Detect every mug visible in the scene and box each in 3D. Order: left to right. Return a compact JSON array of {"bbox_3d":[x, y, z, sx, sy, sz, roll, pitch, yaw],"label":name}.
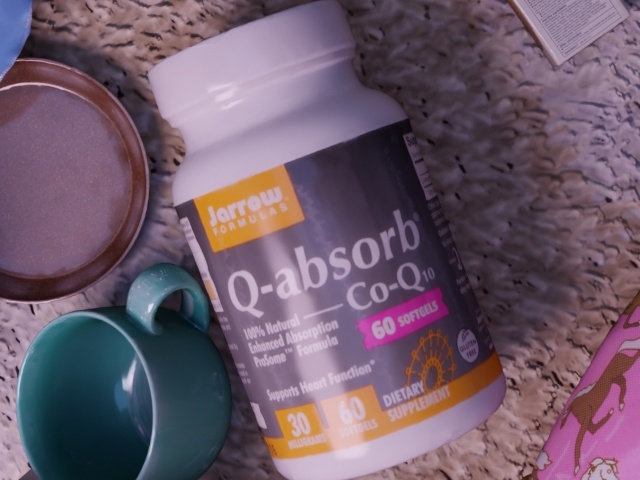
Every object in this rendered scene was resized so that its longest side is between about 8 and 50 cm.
[{"bbox_3d":[-0.113,0.101,0.915,0.158,0.097,0.129,-31,73,33],"label":"mug"}]

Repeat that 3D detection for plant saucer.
[{"bbox_3d":[-0.199,-0.041,0.962,0.168,0.029,0.168,0,94,4],"label":"plant saucer"}]

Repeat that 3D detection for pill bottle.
[{"bbox_3d":[0.000,0.000,0.888,0.162,0.162,0.278,-21,93,4],"label":"pill bottle"}]

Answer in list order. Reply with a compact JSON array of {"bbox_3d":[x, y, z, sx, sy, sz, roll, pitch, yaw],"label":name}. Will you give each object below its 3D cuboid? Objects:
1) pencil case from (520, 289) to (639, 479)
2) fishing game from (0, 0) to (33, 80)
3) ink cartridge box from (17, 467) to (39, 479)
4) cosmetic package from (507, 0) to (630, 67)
[{"bbox_3d":[0.288,0.067,0.881,0.167,0.160,0.386,30,95,-29],"label":"pencil case"},{"bbox_3d":[-0.279,-0.152,0.942,0.189,0.041,0.264,33,86,17],"label":"fishing game"},{"bbox_3d":[-0.182,0.324,0.891,0.129,0.223,0.307,12,95,3],"label":"ink cartridge box"},{"bbox_3d":[0.148,-0.178,0.926,0.060,0.041,0.115,-34,92,5],"label":"cosmetic package"}]
